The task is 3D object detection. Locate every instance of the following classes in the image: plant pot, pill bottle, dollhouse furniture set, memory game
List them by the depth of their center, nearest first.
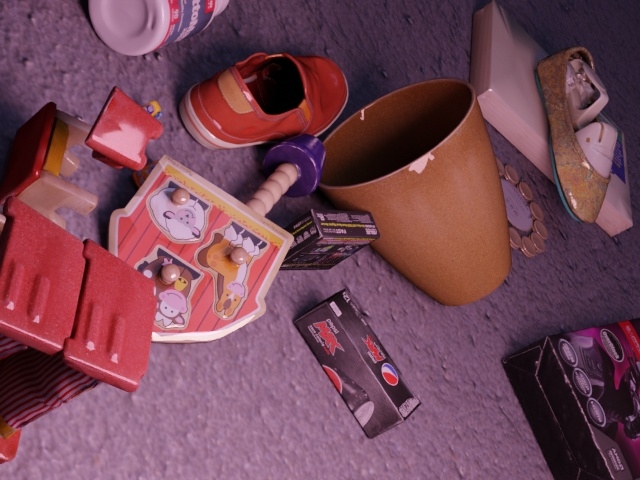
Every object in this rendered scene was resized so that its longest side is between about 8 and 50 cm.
[{"bbox_3d":[-0.254,-0.013,1.119,0.152,0.201,0.374,34,41,-32],"label":"dollhouse furniture set"},{"bbox_3d":[-0.185,-0.291,1.519,0.108,0.108,0.180,56,33,-3],"label":"pill bottle"},{"bbox_3d":[0.148,-0.044,1.670,0.254,0.237,0.237,58,30,-25],"label":"plant pot"},{"bbox_3d":[0.308,-0.057,2.052,0.186,0.012,0.186,32,40,-32],"label":"memory game"}]

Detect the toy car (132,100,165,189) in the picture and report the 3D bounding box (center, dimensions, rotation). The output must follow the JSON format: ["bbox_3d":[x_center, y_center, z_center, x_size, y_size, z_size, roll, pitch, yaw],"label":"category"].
[{"bbox_3d":[-0.191,-0.107,1.423,0.060,0.040,0.122,1,63,-52],"label":"toy car"}]

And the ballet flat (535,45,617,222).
[{"bbox_3d":[0.446,-0.194,2.156,0.123,0.123,0.348,28,44,-37],"label":"ballet flat"}]

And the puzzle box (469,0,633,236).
[{"bbox_3d":[0.420,-0.219,2.293,0.409,0.052,0.272,39,37,-26],"label":"puzzle box"}]

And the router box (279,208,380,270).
[{"bbox_3d":[0.000,0.000,1.535,0.122,0.092,0.038,1,63,-52],"label":"router box"}]

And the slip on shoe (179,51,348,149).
[{"bbox_3d":[-0.047,-0.189,1.622,0.123,0.101,0.331,59,32,6],"label":"slip on shoe"}]

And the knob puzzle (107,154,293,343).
[{"bbox_3d":[-0.137,0.023,1.330,0.213,0.030,0.213,9,67,-21],"label":"knob puzzle"}]

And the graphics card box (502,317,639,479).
[{"bbox_3d":[0.436,0.245,1.898,0.371,0.094,0.232,-2,66,-52],"label":"graphics card box"}]

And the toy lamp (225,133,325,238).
[{"bbox_3d":[-0.064,-0.052,1.513,0.080,0.080,0.274,51,36,-9],"label":"toy lamp"}]

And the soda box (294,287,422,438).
[{"bbox_3d":[0.044,0.146,1.501,0.169,0.060,0.053,57,32,0],"label":"soda box"}]
